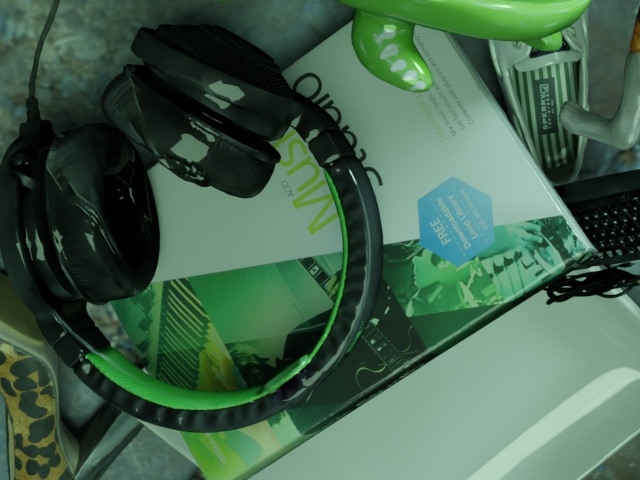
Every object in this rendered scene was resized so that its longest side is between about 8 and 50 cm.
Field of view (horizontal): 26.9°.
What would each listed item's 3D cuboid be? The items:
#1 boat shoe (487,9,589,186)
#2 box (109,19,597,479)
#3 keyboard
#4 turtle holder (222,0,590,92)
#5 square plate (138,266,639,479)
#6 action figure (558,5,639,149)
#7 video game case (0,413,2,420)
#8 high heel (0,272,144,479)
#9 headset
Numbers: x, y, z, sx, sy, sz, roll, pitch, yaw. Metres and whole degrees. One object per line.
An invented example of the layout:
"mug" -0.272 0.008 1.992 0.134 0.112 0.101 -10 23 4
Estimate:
"boat shoe" 0.161 -0.145 0.956 0.083 0.076 0.226 -17 118 5
"box" 0.000 0.000 0.962 0.322 0.058 0.232 -35 75 15
"keyboard" 0.185 0.007 0.948 0.192 0.038 0.100 -12 123 45
"turtle holder" 0.046 -0.260 0.815 0.243 0.320 0.227 -6 128 -33
"square plate" 0.076 0.111 1.089 0.347 0.049 0.344 -42 113 11
"action figure" 0.359 -0.177 0.874 0.341 0.178 0.330 7 135 -24
"video game case" -0.356 0.080 1.030 0.173 0.022 0.190 -11 122 36
"high heel" -0.273 0.128 1.067 0.261 0.093 0.186 34 110 -25
"headset" -0.132 -0.053 0.888 0.243 0.185 0.394 -38 84 13
